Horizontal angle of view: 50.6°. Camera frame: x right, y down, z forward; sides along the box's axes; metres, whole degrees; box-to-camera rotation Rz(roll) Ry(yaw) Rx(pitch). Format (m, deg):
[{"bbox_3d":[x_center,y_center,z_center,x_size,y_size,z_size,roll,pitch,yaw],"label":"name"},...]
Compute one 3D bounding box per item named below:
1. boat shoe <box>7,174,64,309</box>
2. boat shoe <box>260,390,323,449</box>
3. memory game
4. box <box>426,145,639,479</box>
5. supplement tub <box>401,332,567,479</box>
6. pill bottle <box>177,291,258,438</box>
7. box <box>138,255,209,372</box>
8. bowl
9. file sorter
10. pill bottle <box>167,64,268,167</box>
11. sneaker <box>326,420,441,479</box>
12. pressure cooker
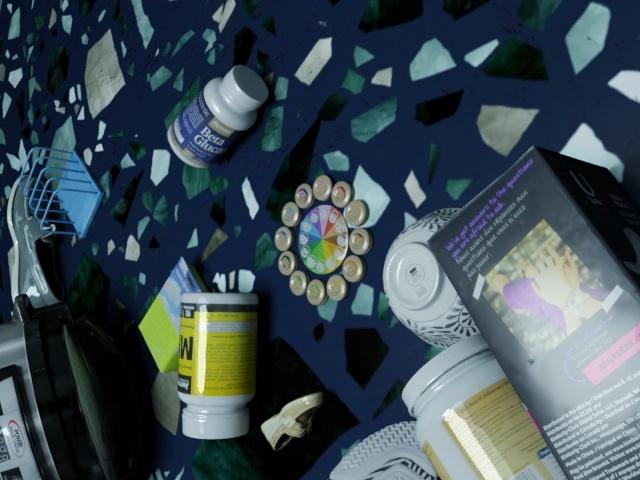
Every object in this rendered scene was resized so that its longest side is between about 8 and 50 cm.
[{"bbox_3d":[-0.620,0.002,1.507,0.099,0.116,0.320,-10,76,15],"label":"boat shoe"},{"bbox_3d":[-0.033,0.253,0.945,0.135,0.050,0.045,-48,59,42],"label":"boat shoe"},{"bbox_3d":[0.000,0.000,0.957,0.186,0.012,0.186,-5,82,44],"label":"memory game"},{"bbox_3d":[0.247,0.069,0.606,0.143,0.165,0.270,-45,57,33],"label":"box"},{"bbox_3d":[0.185,0.206,0.669,0.144,0.144,0.200,-52,54,28],"label":"supplement tub"},{"bbox_3d":[-0.154,0.182,1.015,0.119,0.119,0.209,-3,84,44],"label":"pill bottle"},{"bbox_3d":[-0.241,0.126,1.156,0.178,0.042,0.109,-54,54,26],"label":"box"},{"bbox_3d":[0.128,0.042,0.784,0.170,0.080,0.170,-5,83,44],"label":"bowl"},{"bbox_3d":[-0.556,-0.107,1.437,0.170,0.104,0.118,48,118,36],"label":"file sorter"},{"bbox_3d":[-0.160,-0.197,1.071,0.169,0.094,0.094,-37,62,36],"label":"pill bottle"},{"bbox_3d":[0.069,0.401,0.765,0.137,0.210,0.366,4,52,39],"label":"sneaker"},{"bbox_3d":[-0.530,0.318,1.172,0.370,0.420,0.376,92,155,-43],"label":"pressure cooker"}]
